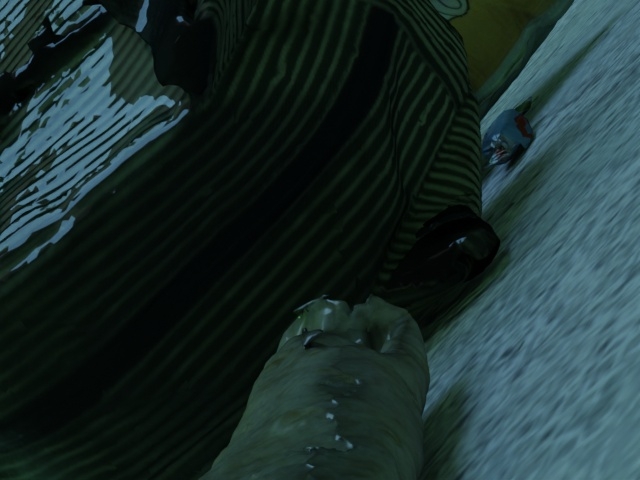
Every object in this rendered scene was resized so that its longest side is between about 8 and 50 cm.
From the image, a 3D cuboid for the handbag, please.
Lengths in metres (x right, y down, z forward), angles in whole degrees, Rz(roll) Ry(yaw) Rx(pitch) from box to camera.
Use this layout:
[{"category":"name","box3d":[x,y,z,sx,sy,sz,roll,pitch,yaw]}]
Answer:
[{"category":"handbag","box3d":[-0.087,-0.008,0.844,0.341,0.247,0.240,-40,18,10]}]

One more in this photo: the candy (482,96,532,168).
[{"category":"candy","box3d":[0.107,-0.060,0.997,0.030,0.020,0.083,-47,4,22]}]

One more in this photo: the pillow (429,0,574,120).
[{"category":"pillow","box3d":[-0.021,-0.064,1.124,0.312,0.119,0.310,0,48,44]}]

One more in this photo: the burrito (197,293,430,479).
[{"category":"burrito","box3d":[-0.001,0.071,0.555,0.087,0.060,0.226,-41,6,15]}]
